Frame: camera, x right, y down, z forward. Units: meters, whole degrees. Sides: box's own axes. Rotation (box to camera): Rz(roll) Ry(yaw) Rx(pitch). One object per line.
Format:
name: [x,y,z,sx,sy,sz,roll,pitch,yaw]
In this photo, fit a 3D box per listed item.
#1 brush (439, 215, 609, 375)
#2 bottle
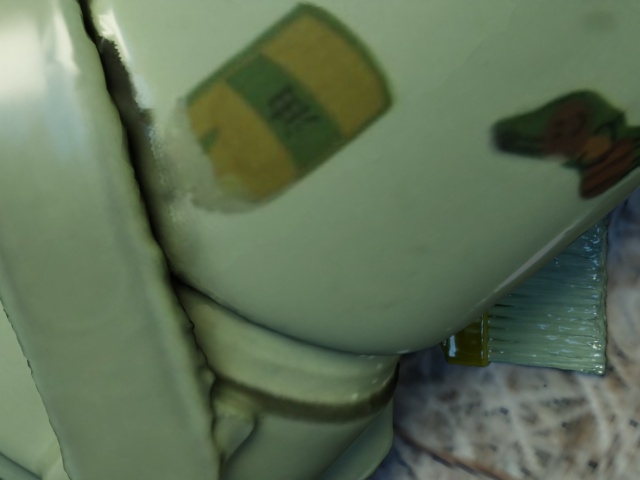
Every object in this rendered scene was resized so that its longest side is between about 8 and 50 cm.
brush: [0.000,0.000,0.571,0.205,0.011,0.083,2,99,21]
bottle: [-0.012,-0.062,0.461,0.229,0.229,0.352,43,112,10]
